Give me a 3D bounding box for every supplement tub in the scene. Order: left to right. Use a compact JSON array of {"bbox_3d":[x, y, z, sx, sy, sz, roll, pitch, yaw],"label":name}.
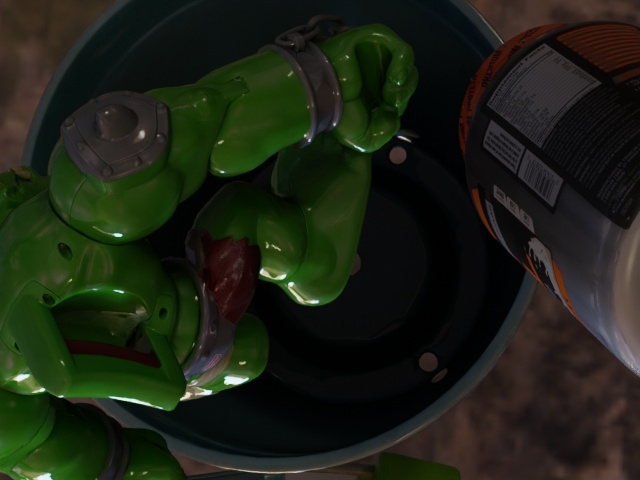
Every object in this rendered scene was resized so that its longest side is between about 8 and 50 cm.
[{"bbox_3d":[0.133,-0.023,0.828,0.190,0.117,0.117,-128,-133,-63],"label":"supplement tub"}]

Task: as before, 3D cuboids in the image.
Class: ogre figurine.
[{"bbox_3d":[-0.055,0.013,0.619,0.197,0.118,0.096,-37,-115,35],"label":"ogre figurine"}]

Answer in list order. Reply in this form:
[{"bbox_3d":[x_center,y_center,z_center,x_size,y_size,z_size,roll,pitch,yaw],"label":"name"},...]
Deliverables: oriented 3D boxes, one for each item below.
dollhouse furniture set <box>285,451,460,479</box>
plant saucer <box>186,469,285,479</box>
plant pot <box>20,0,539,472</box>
[{"bbox_3d":[-0.003,0.299,1.197,0.197,0.151,0.301,107,-13,-49],"label":"dollhouse furniture set"},{"bbox_3d":[-0.075,0.157,1.051,0.018,0.192,0.067,2,-91,29],"label":"plant saucer"},{"bbox_3d":[0.000,0.000,1.105,0.255,0.272,0.271,45,48,-76],"label":"plant pot"}]
